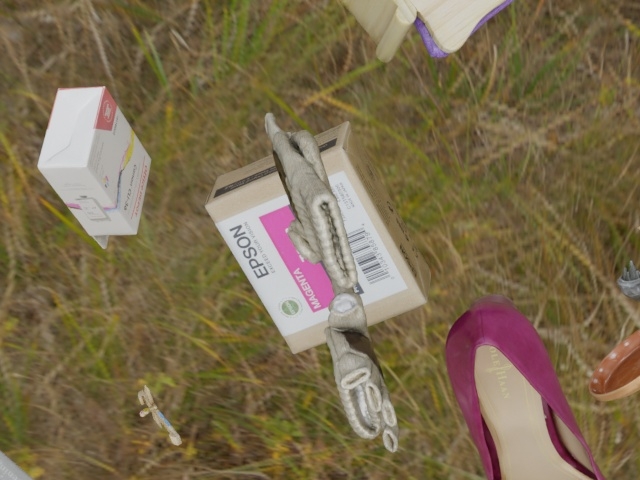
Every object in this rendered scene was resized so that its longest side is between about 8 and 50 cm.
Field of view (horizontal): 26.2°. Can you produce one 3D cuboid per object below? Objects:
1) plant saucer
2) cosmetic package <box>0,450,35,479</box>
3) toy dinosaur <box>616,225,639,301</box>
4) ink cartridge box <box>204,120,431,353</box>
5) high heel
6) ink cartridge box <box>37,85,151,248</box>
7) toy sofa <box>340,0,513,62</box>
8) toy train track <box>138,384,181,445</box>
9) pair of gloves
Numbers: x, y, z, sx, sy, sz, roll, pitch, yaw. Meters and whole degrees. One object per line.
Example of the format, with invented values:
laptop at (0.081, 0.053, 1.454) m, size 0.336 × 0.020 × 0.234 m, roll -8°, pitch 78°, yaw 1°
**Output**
plant saucer at (0.237, 0.091, 1.027) m, size 0.083 × 0.083 × 0.013 m, roll -42°, pitch 98°, yaw -1°
cosmetic package at (-0.171, 0.164, 0.418) m, size 0.127 × 0.107 × 0.238 m, roll 43°, pitch 43°, yaw -2°
toy dinosaur at (0.262, 0.107, 0.627) m, size 0.218 × 0.164 × 0.322 m, roll -61°, pitch 39°, yaw 15°
ink cartridge box at (0.000, 0.000, 1.683) m, size 0.193 × 0.088 × 0.234 m, roll -23°, pitch 112°, yaw 18°
high heel at (0.210, 0.237, 1.318) m, size 0.127 × 0.181 × 0.377 m, roll -25°, pitch 94°, yaw 13°
ink cartridge box at (-0.263, -0.083, 1.665) m, size 0.067 × 0.198 × 0.115 m, roll -1°, pitch 60°, yaw 15°
toy sofa at (0.213, -0.374, 1.787) m, size 0.362 × 0.150 × 0.177 m, roll -38°, pitch 87°, yaw -14°
toy train track at (-0.152, 0.164, 1.263) m, size 0.014 × 0.048 × 0.083 m, roll -27°, pitch 36°, yaw -20°
pair of gloves at (0.008, 0.033, 1.058) m, size 0.042 × 0.204 × 0.240 m, roll -17°, pitch 118°, yaw 0°
